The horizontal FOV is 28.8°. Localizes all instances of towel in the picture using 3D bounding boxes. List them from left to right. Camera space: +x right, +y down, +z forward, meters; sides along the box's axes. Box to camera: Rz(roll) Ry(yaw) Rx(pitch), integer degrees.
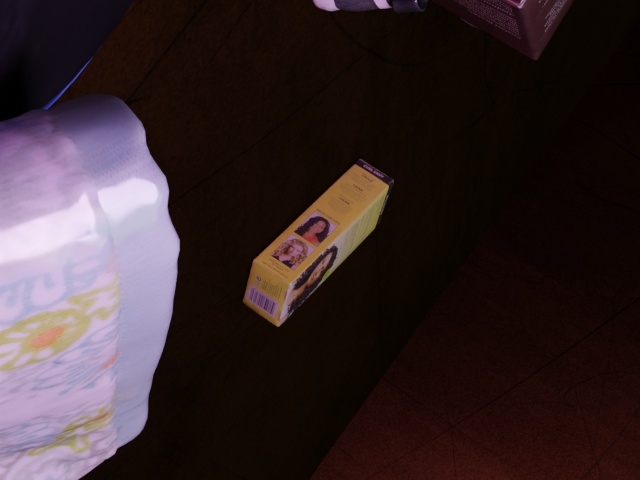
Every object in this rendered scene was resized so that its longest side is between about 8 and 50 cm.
[{"bbox_3d":[-0.228,0.094,0.570,0.320,0.090,0.374,-26,162,-20],"label":"towel"}]

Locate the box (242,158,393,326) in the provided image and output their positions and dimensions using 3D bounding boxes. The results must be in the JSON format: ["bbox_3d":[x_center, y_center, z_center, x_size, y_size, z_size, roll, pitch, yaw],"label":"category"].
[{"bbox_3d":[0.000,0.000,1.520,0.232,0.058,0.087,-46,162,-38],"label":"box"}]

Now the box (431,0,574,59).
[{"bbox_3d":[0.179,-0.308,1.222,0.167,0.168,0.203,-58,166,3],"label":"box"}]

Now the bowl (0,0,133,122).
[{"bbox_3d":[-0.085,-0.213,0.518,0.391,0.077,0.391,-61,-177,6],"label":"bowl"}]

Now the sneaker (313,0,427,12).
[{"bbox_3d":[0.056,-0.269,0.874,0.079,0.121,0.217,-56,149,-63],"label":"sneaker"}]
